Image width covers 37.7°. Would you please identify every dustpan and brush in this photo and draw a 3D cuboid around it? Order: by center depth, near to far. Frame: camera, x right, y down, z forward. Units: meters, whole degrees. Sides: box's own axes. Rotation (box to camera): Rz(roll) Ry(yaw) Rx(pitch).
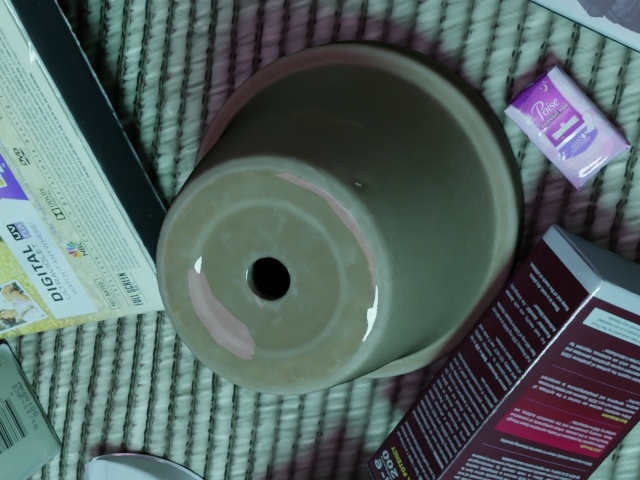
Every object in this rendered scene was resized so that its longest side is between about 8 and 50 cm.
[{"bbox_3d":[-0.109,0.270,0.850,0.211,0.060,0.147,0,91,24],"label":"dustpan and brush"}]

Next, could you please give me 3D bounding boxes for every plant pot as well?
[{"bbox_3d":[0.000,0.000,0.652,0.263,0.229,0.263,5,106,16],"label":"plant pot"}]

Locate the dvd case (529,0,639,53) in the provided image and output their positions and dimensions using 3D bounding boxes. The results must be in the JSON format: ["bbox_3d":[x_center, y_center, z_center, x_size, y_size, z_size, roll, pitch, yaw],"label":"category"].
[{"bbox_3d":[0.170,-0.255,0.642,0.239,0.029,0.179,29,110,9],"label":"dvd case"}]

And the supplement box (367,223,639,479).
[{"bbox_3d":[0.156,0.117,0.684,0.130,0.073,0.239,21,114,-31],"label":"supplement box"}]

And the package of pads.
[{"bbox_3d":[0.179,-0.082,0.680,0.050,0.032,0.083,-43,89,19],"label":"package of pads"}]

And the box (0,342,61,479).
[{"bbox_3d":[-0.421,0.221,0.881,0.311,0.148,0.121,-24,96,22],"label":"box"}]

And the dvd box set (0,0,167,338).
[{"bbox_3d":[-0.354,-0.040,0.783,0.420,0.062,0.307,-12,122,20],"label":"dvd box set"}]
